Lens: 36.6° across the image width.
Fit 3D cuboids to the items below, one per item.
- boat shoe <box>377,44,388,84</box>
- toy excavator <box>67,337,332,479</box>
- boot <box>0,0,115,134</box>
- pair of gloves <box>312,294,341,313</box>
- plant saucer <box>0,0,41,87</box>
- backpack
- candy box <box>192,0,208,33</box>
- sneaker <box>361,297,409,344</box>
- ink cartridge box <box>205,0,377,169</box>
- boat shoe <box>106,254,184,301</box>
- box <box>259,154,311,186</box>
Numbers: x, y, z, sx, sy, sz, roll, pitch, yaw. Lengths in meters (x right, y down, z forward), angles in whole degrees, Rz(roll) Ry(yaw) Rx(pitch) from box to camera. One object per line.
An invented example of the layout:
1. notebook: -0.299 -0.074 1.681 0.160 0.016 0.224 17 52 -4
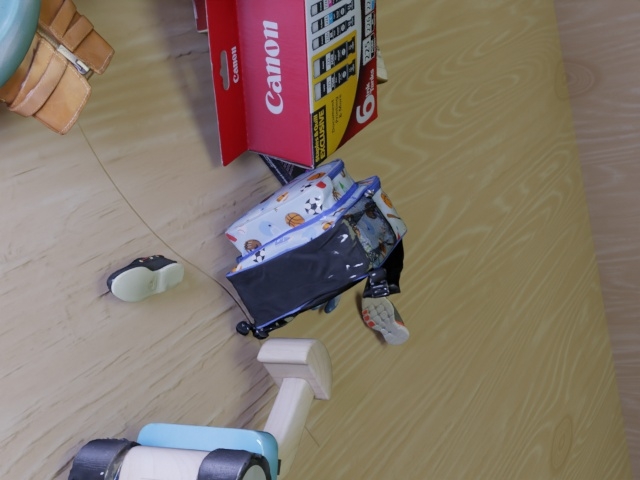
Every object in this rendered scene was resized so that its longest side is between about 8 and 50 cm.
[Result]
1. boat shoe: 0.044 -0.341 1.764 0.277 0.098 0.096 -6 90 -69
2. toy excavator: -0.117 0.325 1.287 0.445 0.223 0.432 33 59 -66
3. boot: -0.310 -0.273 1.049 0.220 0.109 0.283 33 60 -26
4. pair of gloves: 0.002 0.022 1.696 0.159 0.023 0.198 -39 116 -54
5. plant saucer: -0.406 -0.265 0.898 0.318 0.044 0.317 3 84 -36
6. backpack: 0.000 0.000 1.493 0.263 0.277 0.213 -30 98 -61
7. candy box: -0.087 -0.422 1.549 0.316 0.088 0.182 -15 99 -60
8. sneaker: 0.118 0.138 1.864 0.158 0.061 0.064 57 13 -40
9. ink cartridge box: -0.033 -0.279 1.438 0.272 0.130 0.309 -43 141 -44
10. boat shoe: -0.235 0.048 1.267 0.133 0.042 0.048 -15 123 -59
11. box: -0.057 -0.160 1.618 0.162 0.029 0.116 51 44 -42
